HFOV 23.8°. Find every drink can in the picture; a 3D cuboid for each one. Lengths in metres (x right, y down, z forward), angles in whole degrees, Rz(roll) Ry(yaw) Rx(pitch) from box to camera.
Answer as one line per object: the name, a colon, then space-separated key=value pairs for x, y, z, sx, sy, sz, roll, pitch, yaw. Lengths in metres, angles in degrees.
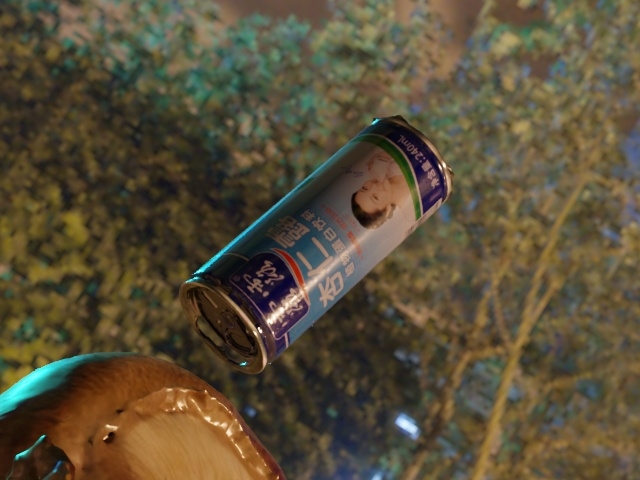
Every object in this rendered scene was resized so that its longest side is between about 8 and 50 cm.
drink can: x=0.000 y=0.000 z=1.231 sx=0.097 sy=0.235 sz=0.097 roll=36 pitch=-30 yaw=24

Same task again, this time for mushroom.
mushroom: x=-0.103 y=0.200 z=0.772 sx=0.163 sy=0.297 sz=0.278 roll=-14 pitch=-39 yaw=20
